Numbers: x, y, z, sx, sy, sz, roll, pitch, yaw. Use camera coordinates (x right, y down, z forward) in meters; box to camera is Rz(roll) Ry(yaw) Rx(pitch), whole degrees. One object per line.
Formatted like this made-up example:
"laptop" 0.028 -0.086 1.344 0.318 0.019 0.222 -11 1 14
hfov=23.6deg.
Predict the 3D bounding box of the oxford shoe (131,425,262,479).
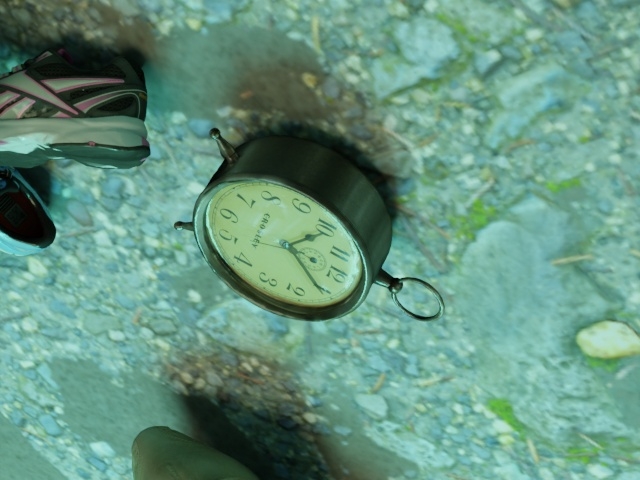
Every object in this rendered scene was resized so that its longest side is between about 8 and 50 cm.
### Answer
"oxford shoe" -0.054 0.295 1.335 0.146 0.140 0.397 46 162 42

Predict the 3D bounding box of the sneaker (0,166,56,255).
"sneaker" -0.250 -0.051 1.119 0.162 0.063 0.073 43 165 -26

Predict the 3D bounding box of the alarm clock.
"alarm clock" 0.000 0.000 1.030 0.192 0.064 0.129 32 139 3

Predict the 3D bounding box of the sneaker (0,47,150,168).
"sneaker" -0.195 -0.094 1.049 0.178 0.077 0.072 4 167 13
